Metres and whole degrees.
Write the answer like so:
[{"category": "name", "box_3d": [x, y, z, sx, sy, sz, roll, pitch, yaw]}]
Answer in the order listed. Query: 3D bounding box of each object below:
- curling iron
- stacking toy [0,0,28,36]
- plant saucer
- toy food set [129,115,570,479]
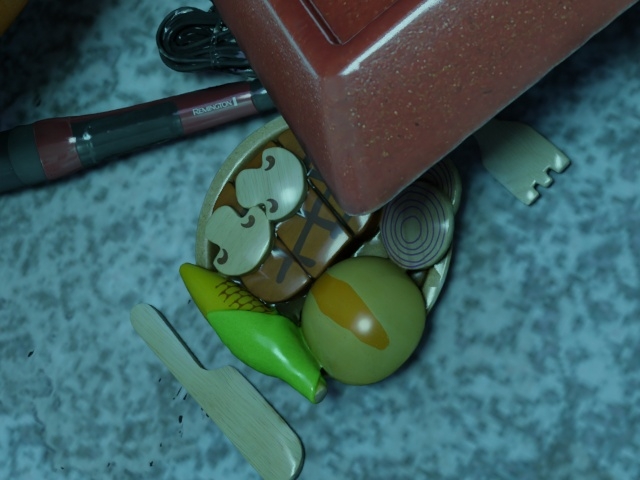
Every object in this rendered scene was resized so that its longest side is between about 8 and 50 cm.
[{"category": "curling iron", "box_3d": [-0.128, -0.055, 0.723, 0.274, 0.035, 0.068, -20, 61, 19]}, {"category": "stacking toy", "box_3d": [-0.102, -0.297, 0.606, 0.480, 0.350, 0.351, -33, 68, 8]}, {"category": "plant saucer", "box_3d": [0.051, -0.178, 0.621, 0.259, 0.048, 0.258, -38, 49, 9]}, {"category": "toy food set", "box_3d": [0.000, 0.000, 0.653, 0.132, 0.038, 0.192, 43, 97, 25]}]
